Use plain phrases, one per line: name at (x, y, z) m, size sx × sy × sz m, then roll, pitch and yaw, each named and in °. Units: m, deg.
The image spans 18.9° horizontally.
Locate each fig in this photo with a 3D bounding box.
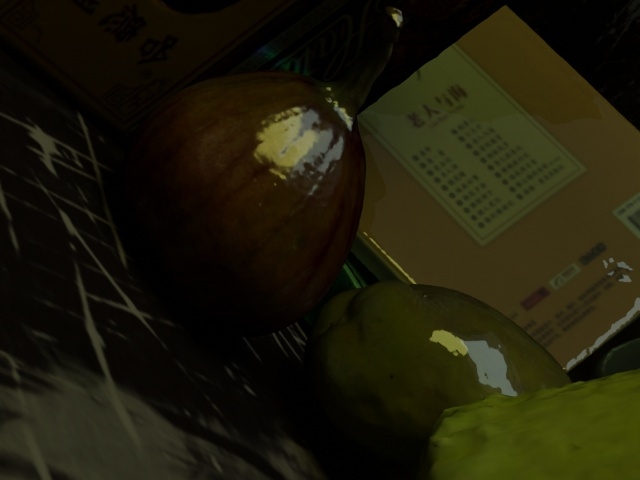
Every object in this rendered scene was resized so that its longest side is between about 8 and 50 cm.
fig at (-0.038, -0.044, 1.196) m, size 0.149 × 0.202 × 0.148 m, roll 22°, pitch -22°, yaw 31°

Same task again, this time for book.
book at (0.101, -0.075, 1.442) m, size 0.389 × 0.269 × 0.032 m, roll 47°, pitch -34°, yaw 17°

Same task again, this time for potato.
potato at (0.080, 0.110, 1.253) m, size 0.200 × 0.155 × 0.137 m, roll 45°, pitch 36°, yaw -26°

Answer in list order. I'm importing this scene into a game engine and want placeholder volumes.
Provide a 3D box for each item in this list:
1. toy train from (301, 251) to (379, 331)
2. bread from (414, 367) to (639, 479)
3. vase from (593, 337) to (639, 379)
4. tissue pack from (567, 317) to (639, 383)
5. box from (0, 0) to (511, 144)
toy train at (0.000, 0.000, 1.435) m, size 0.170 × 0.071 × 0.111 m, roll 58°, pitch 22°, yaw 22°
bread at (0.222, 0.230, 1.035) m, size 0.348 × 0.308 × 0.348 m, roll -14°, pitch 90°, yaw -73°
vase at (0.242, 0.210, 1.310) m, size 0.251 × 0.156 × 0.300 m, roll -100°, pitch -178°, yaw -65°
tissue pack at (0.257, 0.155, 1.517) m, size 0.192 × 0.271 × 0.134 m, roll 38°, pitch 24°, yaw -49°
box at (-0.089, -0.211, 1.202) m, size 0.415 × 0.264 × 0.115 m, roll 42°, pitch 16°, yaw -47°
